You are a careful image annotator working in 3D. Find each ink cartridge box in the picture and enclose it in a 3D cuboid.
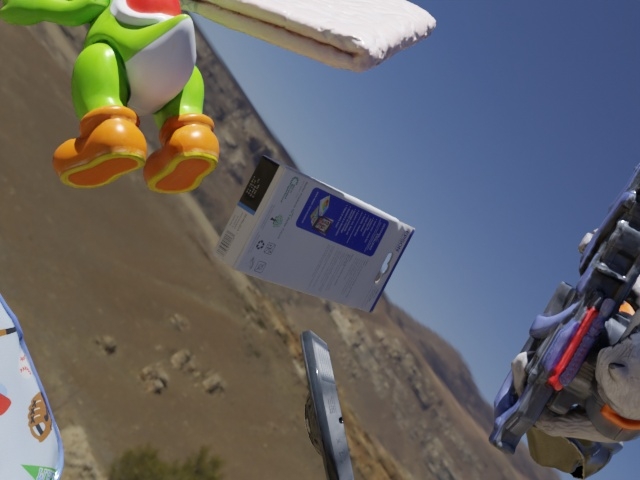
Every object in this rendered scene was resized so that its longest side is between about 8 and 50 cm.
[{"bbox_3d":[0.000,0.000,1.358,0.065,0.165,0.333,31,5,42],"label":"ink cartridge box"}]

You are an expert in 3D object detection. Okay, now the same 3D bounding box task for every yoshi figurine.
[{"bbox_3d":[-0.232,-0.227,0.967,0.203,0.203,0.362,84,-4,-76],"label":"yoshi figurine"}]

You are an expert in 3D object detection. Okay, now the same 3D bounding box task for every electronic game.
[{"bbox_3d":[0.005,0.223,1.096,0.229,0.048,0.229,169,-90,-88],"label":"electronic game"}]

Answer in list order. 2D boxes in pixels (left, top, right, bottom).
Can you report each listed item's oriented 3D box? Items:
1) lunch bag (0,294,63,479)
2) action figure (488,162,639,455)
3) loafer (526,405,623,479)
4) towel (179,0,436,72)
[{"bbox_3d":[-0.322,0.118,0.619,0.243,0.115,0.303,-53,128,-54],"label":"lunch bag"},{"bbox_3d":[0.316,0.073,0.889,0.179,0.341,0.330,29,15,7],"label":"action figure"},{"bbox_3d":[0.307,0.253,1.125,0.251,0.087,0.094,35,-2,-43],"label":"loafer"},{"bbox_3d":[-0.033,-0.303,1.145,0.317,0.053,0.332,22,26,12],"label":"towel"}]
